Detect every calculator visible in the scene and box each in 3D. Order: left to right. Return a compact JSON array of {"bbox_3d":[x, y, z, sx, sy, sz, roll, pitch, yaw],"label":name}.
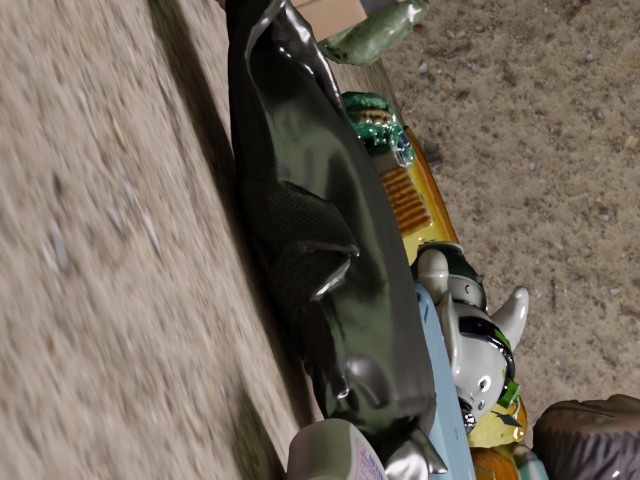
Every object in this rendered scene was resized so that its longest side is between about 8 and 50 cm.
[{"bbox_3d":[0.071,0.128,1.135,0.188,0.042,0.302,-62,138,-75],"label":"calculator"}]

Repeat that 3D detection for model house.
[{"bbox_3d":[0.031,-0.045,1.285,0.100,0.088,0.100,55,14,-51],"label":"model house"}]

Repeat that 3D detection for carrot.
[{"bbox_3d":[0.121,0.196,1.342,0.225,0.067,0.067,34,35,-77],"label":"carrot"}]

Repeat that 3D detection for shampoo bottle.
[{"bbox_3d":[0.009,0.127,0.743,0.099,0.043,0.072,-78,145,-77],"label":"shampoo bottle"}]

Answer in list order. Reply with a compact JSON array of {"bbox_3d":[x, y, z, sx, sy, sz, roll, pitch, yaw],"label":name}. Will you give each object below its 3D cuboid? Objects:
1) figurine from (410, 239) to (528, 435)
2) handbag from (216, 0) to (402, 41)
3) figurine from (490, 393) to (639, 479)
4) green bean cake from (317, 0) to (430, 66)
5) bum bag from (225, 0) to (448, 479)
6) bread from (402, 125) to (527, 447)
[{"bbox_3d":[0.109,0.085,1.389,0.192,0.126,0.147,-87,177,-46],"label":"figurine"},{"bbox_3d":[0.017,-0.305,1.144,0.149,0.283,0.301,53,17,-61],"label":"handbag"},{"bbox_3d":[0.393,0.302,1.871,0.361,0.378,0.266,-103,170,-59],"label":"figurine"},{"bbox_3d":[-0.012,-0.246,1.375,0.183,0.094,0.185,39,18,-30],"label":"green bean cake"},{"bbox_3d":[0.000,0.000,0.963,0.142,0.080,0.326,25,47,-70],"label":"bum bag"},{"bbox_3d":[0.132,0.056,1.827,0.138,0.077,0.361,-59,127,-83],"label":"bread"}]
